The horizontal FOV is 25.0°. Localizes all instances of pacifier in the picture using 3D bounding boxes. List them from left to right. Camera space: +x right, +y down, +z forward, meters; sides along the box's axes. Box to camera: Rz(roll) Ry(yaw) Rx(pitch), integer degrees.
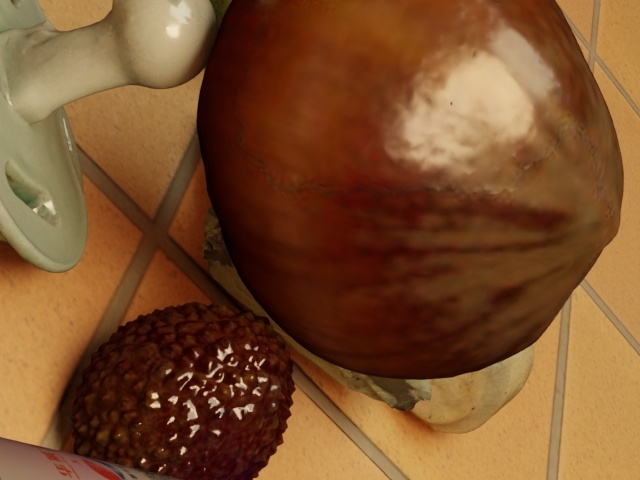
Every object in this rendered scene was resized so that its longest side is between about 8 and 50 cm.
[{"bbox_3d":[-0.211,-0.142,1.222,0.288,0.269,0.343,53,24,-67],"label":"pacifier"}]

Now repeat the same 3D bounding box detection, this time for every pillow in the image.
[{"bbox_3d":[0.000,0.000,1.525,0.310,0.138,0.283,37,34,-25],"label":"pillow"}]

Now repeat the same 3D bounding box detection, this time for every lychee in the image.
[{"bbox_3d":[-0.106,0.139,1.216,0.188,0.188,0.188,36,39,-36],"label":"lychee"}]

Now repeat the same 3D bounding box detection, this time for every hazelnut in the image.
[{"bbox_3d":[0.073,-0.068,1.222,0.359,0.359,0.409,-79,155,-47],"label":"hazelnut"}]

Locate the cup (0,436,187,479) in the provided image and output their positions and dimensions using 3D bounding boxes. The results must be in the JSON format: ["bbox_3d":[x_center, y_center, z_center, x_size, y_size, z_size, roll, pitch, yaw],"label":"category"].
[{"bbox_3d":[-0.172,0.234,1.016,0.288,0.203,0.203,16,53,-49],"label":"cup"}]

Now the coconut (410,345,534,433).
[{"bbox_3d":[0.159,0.128,1.645,0.161,0.161,0.162,59,28,-3],"label":"coconut"}]

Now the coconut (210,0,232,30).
[{"bbox_3d":[0.016,-0.334,1.642,0.281,0.328,0.328,2,64,-56],"label":"coconut"}]
